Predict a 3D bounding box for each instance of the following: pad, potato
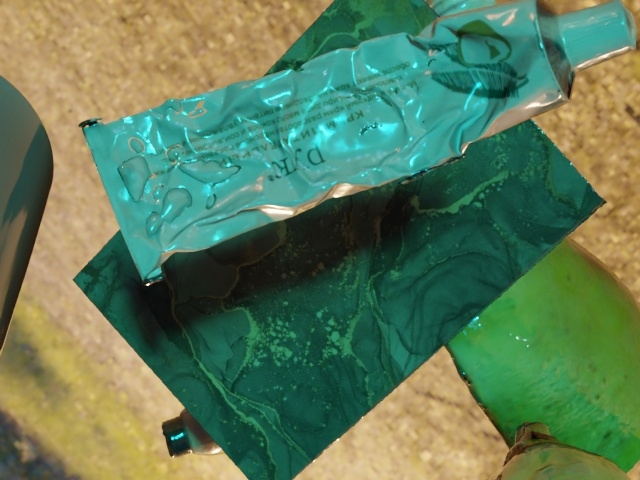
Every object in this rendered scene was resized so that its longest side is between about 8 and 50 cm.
[{"bbox_3d":[0.000,0.000,0.985,0.247,0.367,0.007,48,-162,5],"label":"pad"},{"bbox_3d":[0.221,0.064,1.355,0.280,0.213,0.330,53,-173,-43],"label":"potato"}]

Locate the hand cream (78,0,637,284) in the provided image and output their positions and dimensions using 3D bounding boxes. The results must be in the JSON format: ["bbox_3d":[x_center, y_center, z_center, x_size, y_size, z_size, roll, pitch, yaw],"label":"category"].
[{"bbox_3d":[0.021,-0.060,0.597,0.050,0.257,0.084,20,-130,-82],"label":"hand cream"}]

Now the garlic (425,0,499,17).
[{"bbox_3d":[0.125,-0.160,1.142,0.147,0.102,0.159,58,-174,10],"label":"garlic"}]

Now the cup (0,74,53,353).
[{"bbox_3d":[-0.115,0.009,0.347,0.077,0.078,0.100,-94,6,-49],"label":"cup"}]

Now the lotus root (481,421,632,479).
[{"bbox_3d":[0.165,0.241,0.890,0.151,0.169,0.342,49,-163,-13],"label":"lotus root"}]

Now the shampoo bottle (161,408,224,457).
[{"bbox_3d":[-0.053,0.181,1.432,0.127,0.257,0.078,158,95,-80],"label":"shampoo bottle"}]
